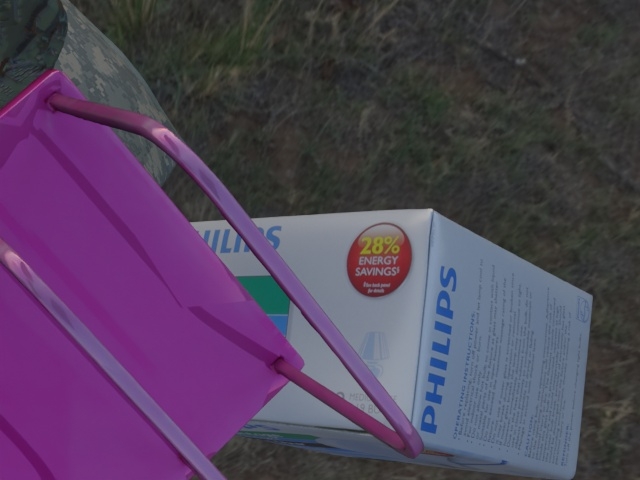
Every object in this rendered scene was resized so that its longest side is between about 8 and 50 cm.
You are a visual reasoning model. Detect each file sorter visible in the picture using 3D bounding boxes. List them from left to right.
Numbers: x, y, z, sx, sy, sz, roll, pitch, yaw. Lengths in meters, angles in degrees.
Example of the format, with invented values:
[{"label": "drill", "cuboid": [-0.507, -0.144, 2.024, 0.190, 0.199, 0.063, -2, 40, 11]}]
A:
[{"label": "file sorter", "cuboid": [-0.136, 0.101, 0.461, 0.291, 0.182, 0.202, -43, 114, -13]}]

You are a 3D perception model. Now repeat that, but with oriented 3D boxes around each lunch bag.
[{"label": "lunch bag", "cuboid": [-0.270, -0.132, 0.994, 0.169, 0.235, 0.287, -30, 104, 11]}]

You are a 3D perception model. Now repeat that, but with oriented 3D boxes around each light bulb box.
[{"label": "light bulb box", "cuboid": [0.061, 0.125, 1.253, 0.361, 0.358, 0.225, 23, 70, -49]}]

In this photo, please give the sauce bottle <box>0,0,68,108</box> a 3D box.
[{"label": "sauce bottle", "cuboid": [-0.296, -0.230, 0.729, 0.111, 0.111, 0.344, -34, 68, -20]}]
